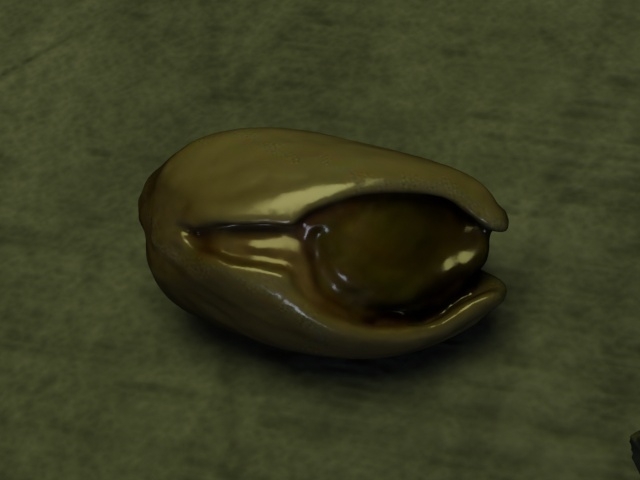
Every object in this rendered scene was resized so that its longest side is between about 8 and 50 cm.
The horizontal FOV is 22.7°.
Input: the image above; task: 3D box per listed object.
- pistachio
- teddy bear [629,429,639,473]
[{"bbox_3d":[0.000,0.000,0.997,0.238,0.138,0.153,9,18,16],"label":"pistachio"},{"bbox_3d":[0.314,0.122,0.844,0.251,0.144,0.171,-24,73,-12],"label":"teddy bear"}]
